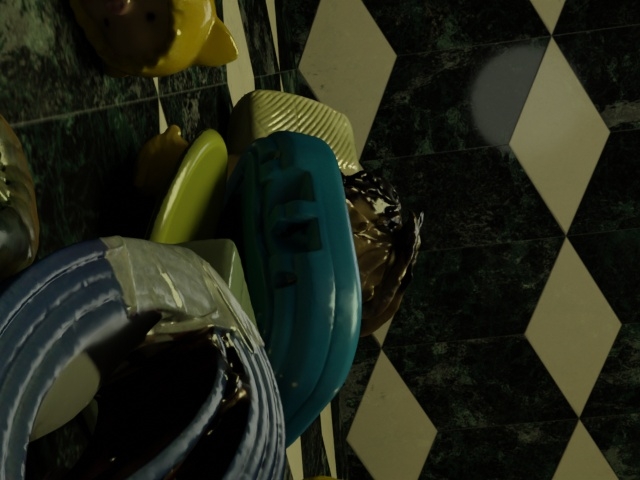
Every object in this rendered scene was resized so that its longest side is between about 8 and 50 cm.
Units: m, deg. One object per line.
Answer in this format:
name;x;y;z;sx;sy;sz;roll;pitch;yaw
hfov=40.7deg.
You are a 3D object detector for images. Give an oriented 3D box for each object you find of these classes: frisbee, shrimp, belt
frisbee;-0.144;-0.003;0.914;0.236;0.017;0.236;17;90;-84
shrimp;-0.219;-0.042;0.521;0.217;0.051;0.150;-110;-171;-80
belt;-0.134;0.117;0.486;0.212;0.117;0.347;61;17;-3

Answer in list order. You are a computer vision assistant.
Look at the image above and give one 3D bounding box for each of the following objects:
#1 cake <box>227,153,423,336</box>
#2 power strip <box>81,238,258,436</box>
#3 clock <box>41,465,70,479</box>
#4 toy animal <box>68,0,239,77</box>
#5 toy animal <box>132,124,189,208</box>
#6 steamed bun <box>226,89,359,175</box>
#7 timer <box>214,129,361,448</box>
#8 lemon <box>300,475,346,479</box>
cake;0.001;0.004;1.337;0.332;0.321;0.332;-5;90;-83
power strip;-0.126;0.129;0.779;0.140;0.139;0.224;-91;173;-54
clock;-0.183;0.220;0.533;0.152;0.050;0.110;-89;171;-58
toy animal;-0.167;-0.271;0.825;0.156;0.156;0.229;-47;132;-83
toy animal;-0.166;-0.057;0.990;0.159;0.070;0.083;89;9;-64
steamed bun;-0.058;-0.160;1.531;0.152;0.239;0.170;-41;-134;45
timer;-0.065;0.057;1.008;0.309;0.115;0.340;125;-34;-45
lemon;0.001;0.487;1.422;0.231;0.192;0.192;-34;118;-76
